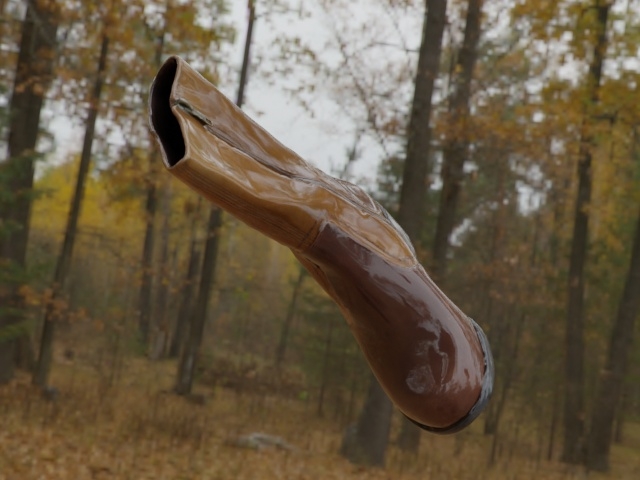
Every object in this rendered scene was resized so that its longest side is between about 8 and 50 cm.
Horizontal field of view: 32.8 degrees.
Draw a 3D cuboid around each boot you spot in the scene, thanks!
[{"bbox_3d":[0.000,0.000,0.817,0.096,0.264,0.280,-36,-49,19],"label":"boot"}]
